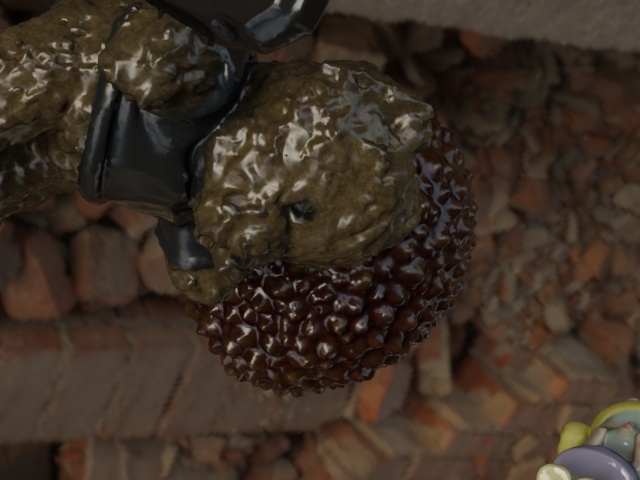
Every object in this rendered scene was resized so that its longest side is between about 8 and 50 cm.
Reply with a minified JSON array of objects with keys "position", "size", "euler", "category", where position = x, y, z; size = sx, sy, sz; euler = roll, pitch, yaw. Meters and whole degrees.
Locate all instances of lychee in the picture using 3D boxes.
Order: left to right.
[{"position":[0.000,0.000,0.770],"size":[0.188,0.188,0.188],"euler":[-18,136,-19],"category":"lychee"}]

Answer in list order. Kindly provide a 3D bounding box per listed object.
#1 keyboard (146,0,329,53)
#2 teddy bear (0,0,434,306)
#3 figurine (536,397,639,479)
[{"position":[-0.054,-0.133,0.422],"size":[0.016,0.262,0.106],"euler":[24,98,-39],"category":"keyboard"},{"position":[-0.080,-0.046,0.576],"size":[0.251,0.129,0.182],"euler":[3,164,0],"category":"teddy bear"},{"position":[0.180,0.166,0.788],"size":[0.235,0.127,0.155],"euler":[-18,105,-55],"category":"figurine"}]
